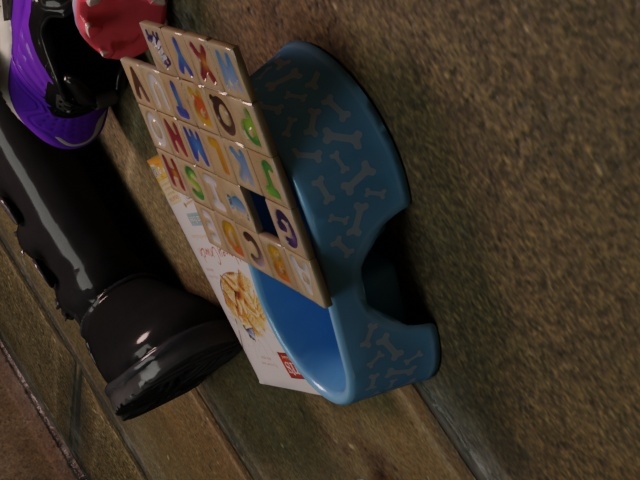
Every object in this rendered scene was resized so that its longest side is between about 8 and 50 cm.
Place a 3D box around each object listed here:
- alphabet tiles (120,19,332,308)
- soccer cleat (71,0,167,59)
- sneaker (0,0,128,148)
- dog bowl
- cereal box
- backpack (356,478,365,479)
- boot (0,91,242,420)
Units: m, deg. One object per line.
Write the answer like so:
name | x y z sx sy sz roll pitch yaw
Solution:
alphabet tiles | -0.080 -0.066 1.072 0.237 0.009 0.198 26 140 58
soccer cleat | -0.184 -0.244 1.180 0.248 0.083 0.095 70 175 -58
sneaker | -0.237 -0.162 1.404 0.146 0.102 0.293 49 157 28
dog bowl | 0.000 0.000 1.088 0.166 0.074 0.297 38 151 47
cereal box | -0.062 0.021 1.305 0.240 0.047 0.173 64 160 -8
backpack | 0.050 0.303 1.322 0.173 0.117 0.158 28 142 61
boot | -0.266 -0.031 1.628 0.445 0.146 0.367 63 159 6
